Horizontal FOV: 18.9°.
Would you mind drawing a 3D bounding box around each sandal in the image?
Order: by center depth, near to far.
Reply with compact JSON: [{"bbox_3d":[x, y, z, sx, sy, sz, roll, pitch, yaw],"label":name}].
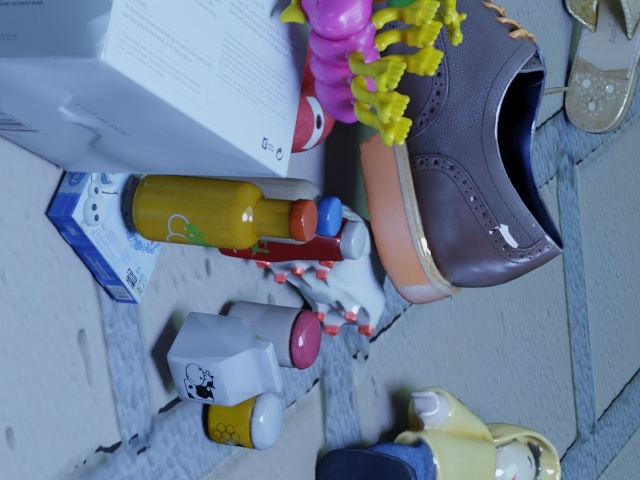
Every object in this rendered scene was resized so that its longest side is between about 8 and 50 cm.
[{"bbox_3d":[0.265,-0.220,1.773,0.079,0.088,0.240,9,89,-69],"label":"sandal"}]

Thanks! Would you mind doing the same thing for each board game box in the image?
[{"bbox_3d":[-0.116,-0.025,1.122,0.090,0.020,0.090,59,42,-47],"label":"board game box"}]

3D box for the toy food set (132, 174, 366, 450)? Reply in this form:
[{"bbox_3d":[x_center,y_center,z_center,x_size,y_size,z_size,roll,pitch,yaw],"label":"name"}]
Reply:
[{"bbox_3d":[-0.028,0.035,1.180,0.111,0.104,0.232,-64,152,-42],"label":"toy food set"}]

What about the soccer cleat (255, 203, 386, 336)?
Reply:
[{"bbox_3d":[0.000,0.000,1.310,0.196,0.068,0.076,56,39,-59],"label":"soccer cleat"}]

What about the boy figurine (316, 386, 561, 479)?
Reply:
[{"bbox_3d":[0.096,0.201,1.484,0.285,0.092,0.177,-1,90,-60],"label":"boy figurine"}]

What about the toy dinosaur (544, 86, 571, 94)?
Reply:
[{"bbox_3d":[0.148,-0.069,1.609,0.112,0.064,0.211,72,39,-68],"label":"toy dinosaur"}]

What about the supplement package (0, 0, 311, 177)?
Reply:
[{"bbox_3d":[-0.106,-0.156,0.989,0.194,0.149,0.203,32,64,-61],"label":"supplement package"}]

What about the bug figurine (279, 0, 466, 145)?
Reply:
[{"bbox_3d":[0.030,-0.180,1.014,0.279,0.072,0.216,-61,151,-50],"label":"bug figurine"}]

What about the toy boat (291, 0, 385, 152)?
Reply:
[{"bbox_3d":[-0.014,-0.168,1.166,0.151,0.151,0.231,-7,99,-62],"label":"toy boat"}]

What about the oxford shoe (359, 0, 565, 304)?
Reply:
[{"bbox_3d":[0.093,-0.144,1.358,0.130,0.132,0.364,0,78,-65],"label":"oxford shoe"}]
